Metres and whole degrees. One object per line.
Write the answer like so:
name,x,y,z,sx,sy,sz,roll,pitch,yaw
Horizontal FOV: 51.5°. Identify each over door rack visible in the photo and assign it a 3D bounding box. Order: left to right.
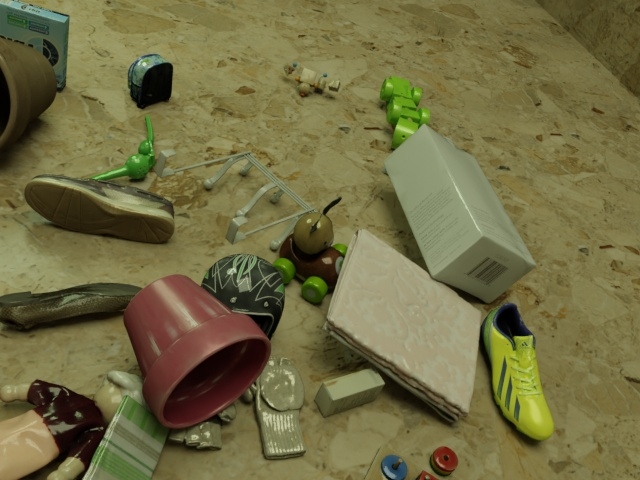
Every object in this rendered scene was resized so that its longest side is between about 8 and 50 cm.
over door rack,-0.176,-0.086,1.404,0.239,0.108,0.324,41,24,19

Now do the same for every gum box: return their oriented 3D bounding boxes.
gum box,-0.664,-0.448,1.520,0.156,0.184,0.041,15,42,-10

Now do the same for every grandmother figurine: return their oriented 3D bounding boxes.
grandmother figurine,-0.402,0.279,0.960,0.342,0.104,0.208,-18,54,-40

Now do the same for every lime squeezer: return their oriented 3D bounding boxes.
lime squeezer,-0.414,-0.186,1.476,0.109,0.059,0.310,1,39,21

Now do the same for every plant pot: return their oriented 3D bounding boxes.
plant pot,-0.672,-0.321,1.365,0.263,0.263,0.229,26,25,3
plant pot,-0.207,0.158,1.037,0.201,0.201,0.180,-20,55,-38

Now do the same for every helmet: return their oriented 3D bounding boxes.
helmet,-0.140,0.102,1.188,0.169,0.162,0.169,5,33,-3

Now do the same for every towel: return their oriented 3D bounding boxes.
towel,-0.283,0.317,0.962,0.023,0.113,0.152,-7,46,28
towel,0.173,0.156,1.317,0.331,0.053,0.317,36,37,-8

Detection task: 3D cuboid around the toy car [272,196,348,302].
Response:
toy car,0.000,0.000,1.353,0.149,0.188,0.155,29,42,9

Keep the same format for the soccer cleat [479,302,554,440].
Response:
soccer cleat,0.395,0.252,1.322,0.093,0.121,0.289,7,45,-18

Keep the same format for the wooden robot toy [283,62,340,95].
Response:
wooden robot toy,-0.034,-0.445,1.910,0.173,0.076,0.079,18,77,-6

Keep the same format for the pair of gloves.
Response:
pair of gloves,-0.139,0.266,1.130,0.240,0.042,0.204,10,43,-16

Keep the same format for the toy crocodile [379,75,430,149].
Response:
toy crocodile,0.235,-0.380,1.930,0.115,0.105,0.341,12,38,-13

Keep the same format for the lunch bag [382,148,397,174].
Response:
lunch bag,0.212,-0.205,1.749,0.083,0.071,0.053,1,48,-22

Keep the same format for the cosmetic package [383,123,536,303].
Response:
cosmetic package,0.314,-0.070,1.549,0.217,0.156,0.385,25,33,-36

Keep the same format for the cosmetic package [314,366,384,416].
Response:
cosmetic package,0.052,0.272,1.196,0.115,0.060,0.041,-8,49,-33

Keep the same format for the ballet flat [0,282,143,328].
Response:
ballet flat,-0.428,0.114,1.152,0.249,0.058,0.084,-5,13,-35

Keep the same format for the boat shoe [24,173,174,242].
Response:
boat shoe,-0.428,-0.073,1.310,0.285,0.103,0.092,14,37,-17

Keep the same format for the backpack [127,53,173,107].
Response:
backpack,-0.422,-0.403,1.636,0.084,0.114,0.105,42,46,19

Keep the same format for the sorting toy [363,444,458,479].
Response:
sorting toy,0.134,0.421,1.089,0.132,0.046,0.274,31,43,8
